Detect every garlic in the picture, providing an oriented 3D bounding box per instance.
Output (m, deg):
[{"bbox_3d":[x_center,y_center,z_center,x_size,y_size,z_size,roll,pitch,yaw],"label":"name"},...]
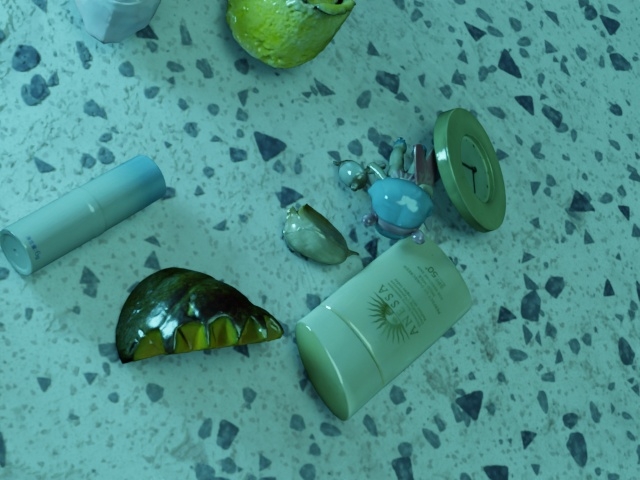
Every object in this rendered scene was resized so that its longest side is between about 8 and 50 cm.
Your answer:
[{"bbox_3d":[0.003,-0.002,1.814,0.152,0.066,0.084,39,54,-12],"label":"garlic"}]

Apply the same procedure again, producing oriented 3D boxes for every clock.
[{"bbox_3d":[0.275,-0.128,2.013,0.235,0.029,0.235,33,49,-47],"label":"clock"}]

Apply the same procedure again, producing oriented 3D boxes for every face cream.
[{"bbox_3d":[0.100,0.132,1.818,0.348,0.081,0.173,-36,89,-37],"label":"face cream"},{"bbox_3d":[-0.340,-0.040,1.596,0.250,0.077,0.077,-34,93,-36],"label":"face cream"}]

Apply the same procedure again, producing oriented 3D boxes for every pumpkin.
[{"bbox_3d":[-0.170,0.094,1.627,0.254,0.130,0.149,-5,76,-33],"label":"pumpkin"}]

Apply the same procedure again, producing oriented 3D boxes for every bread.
[{"bbox_3d":[-0.051,-0.396,1.865,0.197,0.170,0.197,22,49,-28],"label":"bread"}]

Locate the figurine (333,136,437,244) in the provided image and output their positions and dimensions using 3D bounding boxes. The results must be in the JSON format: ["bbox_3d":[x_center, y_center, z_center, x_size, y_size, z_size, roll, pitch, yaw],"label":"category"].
[{"bbox_3d":[0.124,-0.107,1.890,0.205,0.103,0.260,26,38,-7],"label":"figurine"}]

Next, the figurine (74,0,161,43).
[{"bbox_3d":[-0.305,-0.438,1.740,0.200,0.133,0.276,19,58,-13],"label":"figurine"}]
